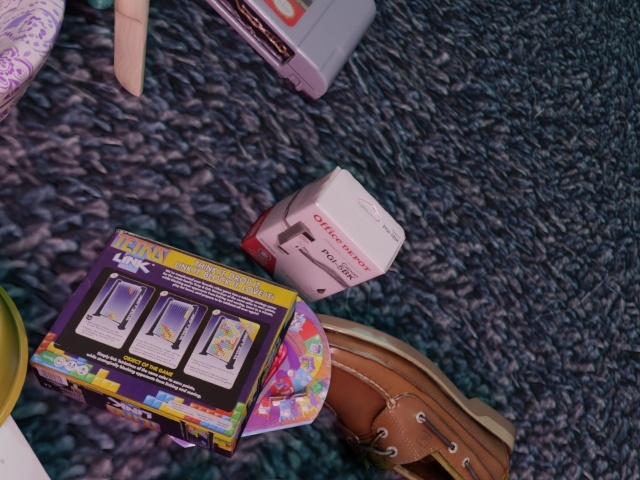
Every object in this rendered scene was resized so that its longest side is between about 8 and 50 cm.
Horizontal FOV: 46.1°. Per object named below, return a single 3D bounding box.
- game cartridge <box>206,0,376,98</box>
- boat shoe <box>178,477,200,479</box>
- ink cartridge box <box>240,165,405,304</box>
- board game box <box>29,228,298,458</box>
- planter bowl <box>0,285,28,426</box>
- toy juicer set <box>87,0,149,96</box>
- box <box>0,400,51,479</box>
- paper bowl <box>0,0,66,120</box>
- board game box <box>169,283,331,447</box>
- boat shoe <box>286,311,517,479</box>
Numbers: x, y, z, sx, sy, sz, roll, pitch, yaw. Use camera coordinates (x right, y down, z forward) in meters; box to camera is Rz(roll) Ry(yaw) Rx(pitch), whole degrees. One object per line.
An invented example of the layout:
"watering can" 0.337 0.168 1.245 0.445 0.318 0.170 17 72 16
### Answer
"game cartridge" -0.064 -0.328 0.885 0.294 0.060 0.196 42 47 -17
"boat shoe" -0.157 0.245 0.568 0.178 0.060 0.064 -30 95 -29
"ink cartridge box" 0.000 0.000 0.742 0.099 0.135 0.056 45 51 -15
"board game box" -0.122 0.079 0.616 0.170 0.048 0.141 19 53 8
"planter bowl" -0.294 0.049 0.457 0.217 0.090 0.217 12 44 -12
"toy juicer set" -0.223 -0.300 0.640 0.329 0.209 0.089 47 58 -13
"box" -0.246 0.177 0.504 0.101 0.087 0.102 -33 95 -42
"paper bowl" -0.344 -0.185 0.536 0.284 0.148 0.284 15 64 -34
"board game box" -0.073 0.101 0.656 0.169 0.033 0.133 -8 67 -10
"boat shoe" 0.077 0.178 0.747 0.307 0.111 0.104 32 60 -19
